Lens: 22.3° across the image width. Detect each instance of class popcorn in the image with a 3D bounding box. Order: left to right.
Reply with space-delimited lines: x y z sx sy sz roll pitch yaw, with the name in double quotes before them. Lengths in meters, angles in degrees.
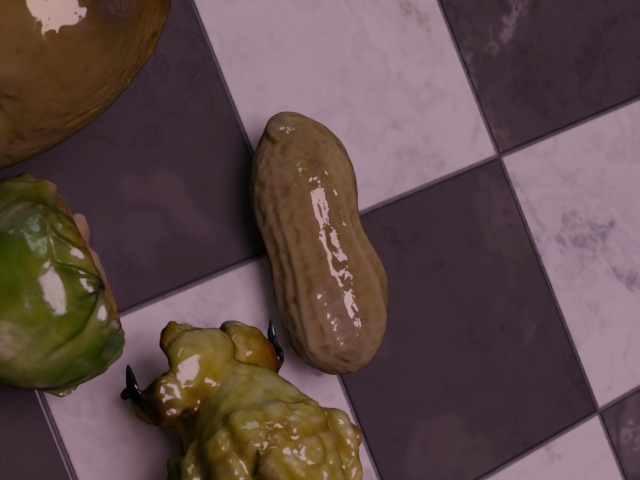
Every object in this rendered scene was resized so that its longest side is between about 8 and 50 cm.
"popcorn" -0.057 0.161 1.192 0.173 0.168 0.195 -25 56 -24

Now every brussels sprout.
"brussels sprout" -0.209 0.038 1.129 0.122 0.151 0.149 -20 119 -7

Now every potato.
"potato" -0.210 -0.168 1.105 0.242 0.242 0.285 46 48 -17

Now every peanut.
"peanut" 0.000 0.000 1.293 0.098 0.090 0.214 -13 87 -41
